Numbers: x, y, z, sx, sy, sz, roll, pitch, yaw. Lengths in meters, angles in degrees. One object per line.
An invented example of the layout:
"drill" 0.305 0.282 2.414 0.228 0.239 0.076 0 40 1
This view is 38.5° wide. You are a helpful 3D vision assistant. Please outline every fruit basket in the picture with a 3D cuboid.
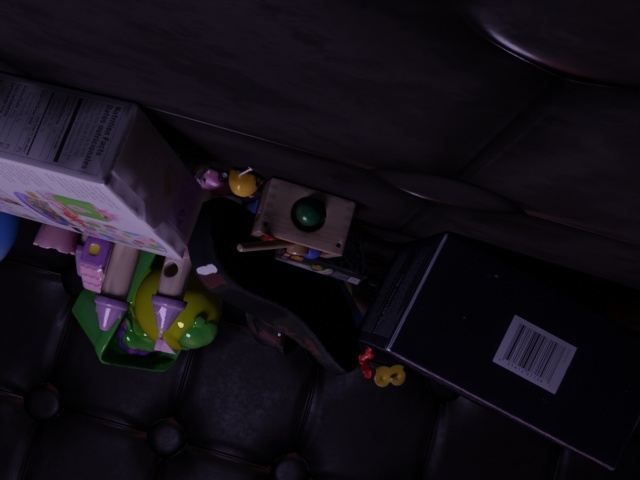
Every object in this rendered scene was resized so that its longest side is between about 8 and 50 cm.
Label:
"fruit basket" -0.299 0.113 1.891 0.392 0.392 0.283 13 174 30

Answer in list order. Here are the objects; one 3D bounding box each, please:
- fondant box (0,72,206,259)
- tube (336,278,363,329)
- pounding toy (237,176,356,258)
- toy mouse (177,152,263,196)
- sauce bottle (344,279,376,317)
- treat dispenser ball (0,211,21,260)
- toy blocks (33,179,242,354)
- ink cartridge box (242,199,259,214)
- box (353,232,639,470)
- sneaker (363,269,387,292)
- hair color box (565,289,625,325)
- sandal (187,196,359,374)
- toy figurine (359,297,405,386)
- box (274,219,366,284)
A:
"fondant box" -0.321 -0.093 1.024 0.330 0.096 0.238 15 165 15
"tube" 0.028 0.096 1.766 0.052 0.207 0.080 -29 -176 31
"pounding toy" -0.035 -0.016 1.153 0.130 0.100 0.141 16 175 -9
"toy mouse" -0.144 -0.081 1.170 0.143 0.031 0.161 15 175 8
"sauce bottle" 0.029 0.105 1.880 0.344 0.111 0.111 27 175 2
"treat dispenser ball" -0.654 -0.058 1.547 0.288 0.288 0.288 16 175 1
"toy blocks" -0.315 0.008 1.382 0.288 0.260 0.309 15 175 17
"ink cartridge box" -0.111 -0.009 1.492 0.046 0.097 0.207 15 176 -12
"box" 0.252 0.149 1.320 0.343 0.179 0.312 28 173 -4
"sneaker" 0.168 0.125 2.065 0.236 0.130 0.323 26 177 -13
"hair color box" 0.443 0.124 1.490 0.093 0.053 0.167 14 176 19
"sandal" -0.073 0.074 1.337 0.107 0.168 0.446 -16 145 24
"toy figurine" 0.229 0.117 1.775 0.362 0.217 0.191 -11 136 -7
"box" 0.000 0.000 1.284 0.137 0.094 0.027 18 141 -28
